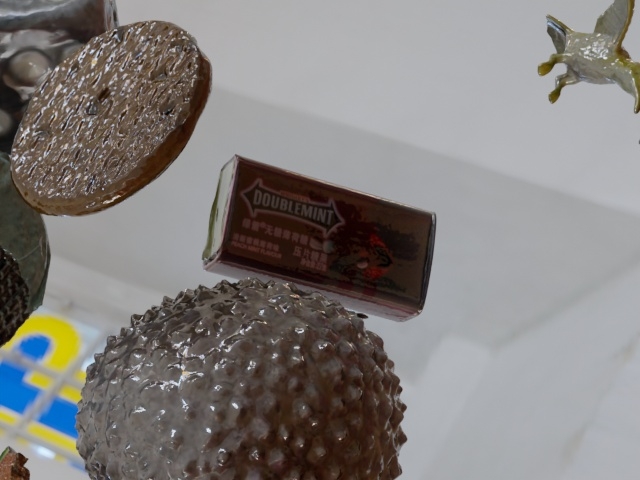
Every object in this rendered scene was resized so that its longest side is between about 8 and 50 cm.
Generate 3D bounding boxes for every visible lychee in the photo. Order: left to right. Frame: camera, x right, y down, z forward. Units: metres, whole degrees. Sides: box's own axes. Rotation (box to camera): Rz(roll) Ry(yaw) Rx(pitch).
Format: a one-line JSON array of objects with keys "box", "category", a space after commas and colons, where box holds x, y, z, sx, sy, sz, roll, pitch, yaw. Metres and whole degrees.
[{"box": [-0.070, 0.168, 1.386, 0.300, 0.300, 0.300, -44, -36, -44], "category": "lychee"}]

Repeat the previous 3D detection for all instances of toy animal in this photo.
[{"box": [0.241, -0.144, 1.355, 0.155, 0.095, 0.219, -75, -29, -50], "category": "toy animal"}]

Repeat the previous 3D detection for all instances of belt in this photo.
[{"box": [-0.396, 0.023, 1.573, 0.257, 0.150, 0.207, -50, -55, -29], "category": "belt"}]

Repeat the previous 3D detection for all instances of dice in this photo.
[{"box": [-0.308, -0.208, 1.674, 0.183, 0.182, 0.181, -99, 2, -50], "category": "dice"}]

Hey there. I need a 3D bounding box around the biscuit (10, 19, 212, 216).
[{"box": [-0.187, -0.107, 1.385, 0.036, 0.212, 0.212, 48, -117, -44], "category": "biscuit"}]

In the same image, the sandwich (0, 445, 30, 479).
[{"box": [-0.282, 0.238, 1.409, 0.029, 0.135, 0.067, 35, -75, -24], "category": "sandwich"}]

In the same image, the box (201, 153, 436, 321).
[{"box": [0.000, 0.000, 1.568, 0.069, 0.224, 0.120, 146, 138, -64], "category": "box"}]
